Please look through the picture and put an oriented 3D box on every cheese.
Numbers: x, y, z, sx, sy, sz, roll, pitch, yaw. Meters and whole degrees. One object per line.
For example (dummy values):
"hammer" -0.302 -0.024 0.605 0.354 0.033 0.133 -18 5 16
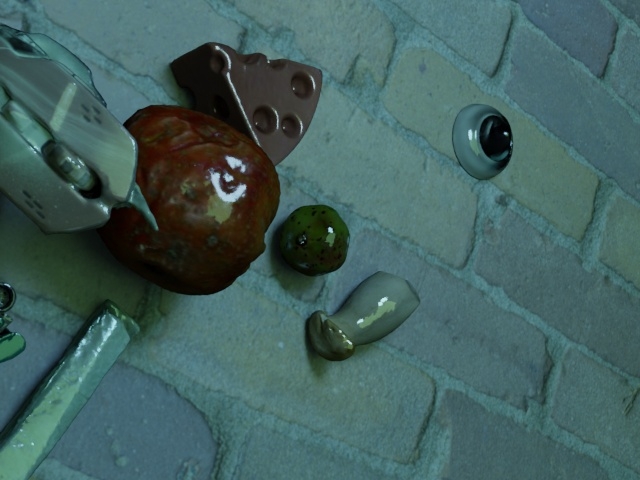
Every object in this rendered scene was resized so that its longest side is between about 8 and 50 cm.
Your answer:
"cheese" -0.093 -0.215 1.651 0.177 0.128 0.203 -30 99 -38

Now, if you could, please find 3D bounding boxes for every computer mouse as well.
"computer mouse" -0.350 -0.134 1.337 0.389 0.115 0.199 42 92 13

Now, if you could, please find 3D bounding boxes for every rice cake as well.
"rice cake" -0.352 0.218 1.434 0.066 0.063 0.336 47 60 -20

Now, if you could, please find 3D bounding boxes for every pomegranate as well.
"pomegranate" 0.000 0.000 1.713 0.142 0.114 0.115 -7 89 -64

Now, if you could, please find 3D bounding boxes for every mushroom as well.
"mushroom" 0.073 0.117 1.760 0.212 0.088 0.097 -28 92 -30

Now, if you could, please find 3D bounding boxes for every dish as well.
"dish" 0.316 -0.185 1.987 0.141 0.078 0.141 5 82 -38

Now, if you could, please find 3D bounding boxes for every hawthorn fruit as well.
"hawthorn fruit" -0.183 -0.058 1.476 0.258 0.258 0.262 -40 104 -34

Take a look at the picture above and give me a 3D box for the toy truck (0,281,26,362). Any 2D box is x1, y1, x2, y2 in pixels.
"toy truck" -0.468 0.056 1.336 0.253 0.114 0.124 46 71 -24
